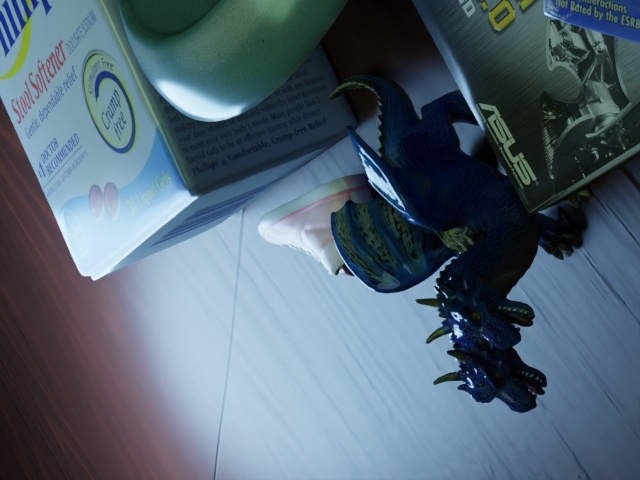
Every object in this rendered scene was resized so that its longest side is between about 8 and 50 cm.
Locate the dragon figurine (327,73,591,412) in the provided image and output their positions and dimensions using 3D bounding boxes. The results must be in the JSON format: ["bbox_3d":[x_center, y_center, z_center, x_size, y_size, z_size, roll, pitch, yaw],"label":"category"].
[{"bbox_3d":[0.058,-0.025,0.783,0.289,0.144,0.085,46,144,32],"label":"dragon figurine"}]

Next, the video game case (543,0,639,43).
[{"bbox_3d":[0.213,-0.160,0.436,0.270,0.061,0.244,21,132,27],"label":"video game case"}]

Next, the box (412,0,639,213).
[{"bbox_3d":[0.118,-0.151,0.662,0.231,0.056,0.183,63,150,6],"label":"box"}]

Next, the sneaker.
[{"bbox_3d":[0.000,0.000,0.987,0.134,0.051,0.070,-24,84,56],"label":"sneaker"}]

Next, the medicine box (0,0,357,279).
[{"bbox_3d":[-0.143,-0.151,1.015,0.263,0.149,0.289,-30,85,60],"label":"medicine box"}]

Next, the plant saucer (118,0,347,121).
[{"bbox_3d":[-0.045,-0.227,0.749,0.317,0.044,0.317,-30,53,50],"label":"plant saucer"}]
